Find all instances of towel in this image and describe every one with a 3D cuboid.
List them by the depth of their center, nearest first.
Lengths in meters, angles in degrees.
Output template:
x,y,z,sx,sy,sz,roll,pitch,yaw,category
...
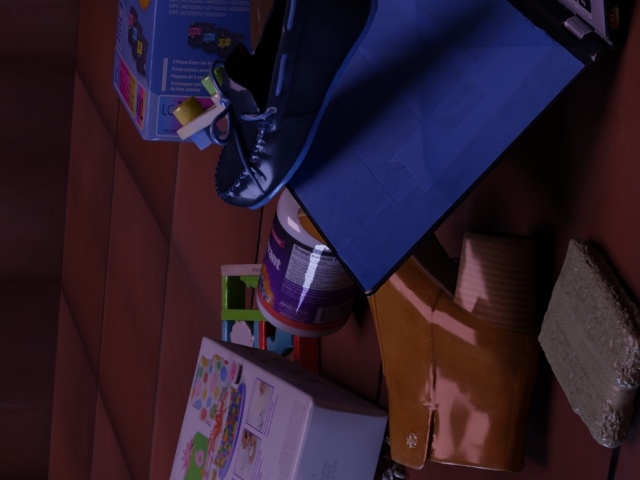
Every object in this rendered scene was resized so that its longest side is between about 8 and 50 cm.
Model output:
x,y,z,sx,sy,sz,roll,pitch,yaw,category
0.207,0.074,1.304,0.148,0.027,0.110,-114,30,-55,towel

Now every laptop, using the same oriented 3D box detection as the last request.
x,y,z,sx,sy,sz,roll,pitch,yaw,category
0.047,-0.247,1.386,0.382,0.236,0.407,-126,20,-53,laptop

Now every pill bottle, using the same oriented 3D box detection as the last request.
x,y,z,sx,sy,sz,roll,pitch,yaw,category
0.000,0.000,1.827,0.108,0.108,0.193,-108,25,-45,pill bottle

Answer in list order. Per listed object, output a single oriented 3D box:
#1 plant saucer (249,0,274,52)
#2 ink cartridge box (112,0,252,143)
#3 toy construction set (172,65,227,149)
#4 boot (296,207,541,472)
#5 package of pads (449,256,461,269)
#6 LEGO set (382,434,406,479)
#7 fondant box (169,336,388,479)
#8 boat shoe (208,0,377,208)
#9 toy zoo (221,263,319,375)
x,y,z,sx,sy,sz,roll,pitch,yaw,category
-0.036,-0.288,2.066,0.278,0.041,0.277,-179,90,-73,plant saucer
-0.177,-0.357,2.342,0.270,0.151,0.395,-128,43,-63,ink cartridge box
-0.003,-0.151,1.689,0.151,0.215,0.328,58,164,-23,toy construction set
0.071,0.084,1.503,0.295,0.104,0.211,13,99,50,boot
0.127,0.056,1.550,0.050,0.032,0.083,168,102,-69,package of pads
0.067,0.235,1.748,0.054,0.023,0.083,113,151,-52,LEGO set
-0.060,0.256,1.885,0.330,0.096,0.238,20,97,64,fondant box
-0.044,-0.138,1.420,0.258,0.089,0.109,-64,32,32,boat shoe
-0.062,0.174,2.079,0.192,0.030,0.293,-4,86,58,toy zoo
